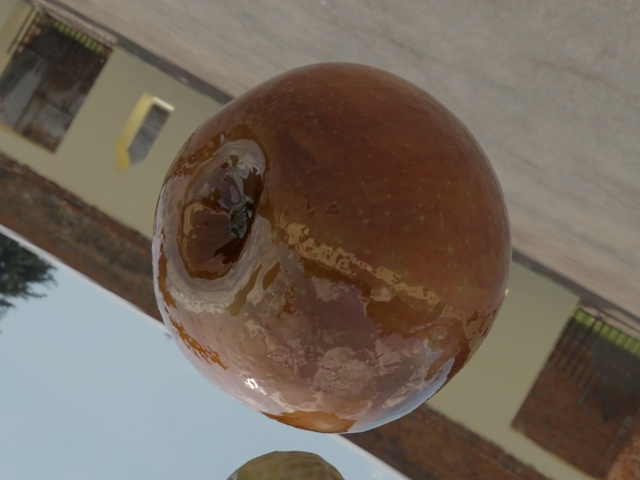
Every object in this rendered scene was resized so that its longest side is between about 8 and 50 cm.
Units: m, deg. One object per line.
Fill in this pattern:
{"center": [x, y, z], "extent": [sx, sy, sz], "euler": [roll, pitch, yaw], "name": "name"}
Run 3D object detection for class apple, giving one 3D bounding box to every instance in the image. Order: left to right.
{"center": [0.000, 0.000, 0.469], "extent": [0.201, 0.201, 0.162], "euler": [30, -172, 34], "name": "apple"}

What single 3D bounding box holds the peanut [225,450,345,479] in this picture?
{"center": [-0.021, 0.198, 0.584], "extent": [0.103, 0.098, 0.229], "euler": [3, 179, -6], "name": "peanut"}
